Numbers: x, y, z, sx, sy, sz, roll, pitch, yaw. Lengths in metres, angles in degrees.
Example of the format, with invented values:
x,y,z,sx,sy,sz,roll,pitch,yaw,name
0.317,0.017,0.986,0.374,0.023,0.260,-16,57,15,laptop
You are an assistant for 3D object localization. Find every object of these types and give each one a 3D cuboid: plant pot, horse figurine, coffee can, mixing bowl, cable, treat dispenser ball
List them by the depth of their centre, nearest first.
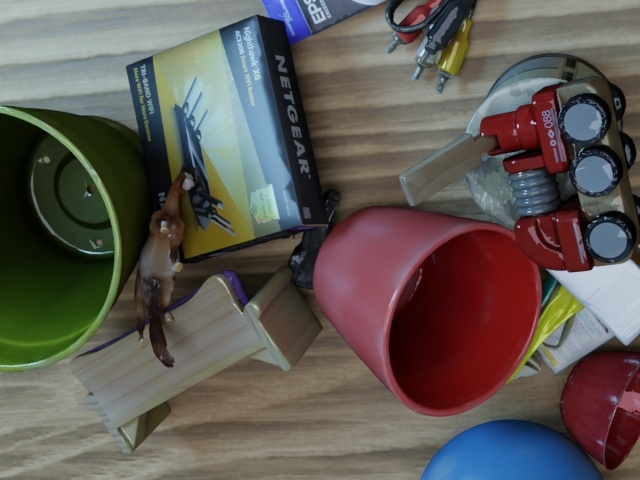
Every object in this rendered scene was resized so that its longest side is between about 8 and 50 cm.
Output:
x,y,z,sx,sy,sz,roll,pitch,yaw,name
0.302,-0.136,1.646,0.201,0.275,0.202,3,105,13,coffee can
-0.220,0.041,1.720,0.066,0.174,0.263,6,112,-12,horse figurine
0.133,0.074,1.728,0.274,0.243,0.275,-11,112,-29,plant pot
0.200,-0.356,1.738,0.139,0.072,0.287,38,99,-1,cable
0.411,0.232,1.788,0.098,0.181,0.181,21,110,31,mixing bowl
0.278,0.405,1.788,0.288,0.288,0.288,3,105,12,treat dispenser ball
-0.395,-0.040,1.792,0.366,0.353,0.367,3,105,13,plant pot

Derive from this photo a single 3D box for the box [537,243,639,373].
x,y,z,sx,sy,sz,roll,pitch,yaw,name
0.412,0.084,1.791,0.244,0.060,0.100,-36,93,19,box

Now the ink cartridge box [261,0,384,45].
x,y,z,sx,sy,sz,roll,pitch,yaw,name
-0.012,-0.408,1.770,0.208,0.045,0.206,-23,98,19,ink cartridge box

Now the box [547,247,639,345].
x,y,z,sx,sy,sz,roll,pitch,yaw,name
0.392,0.041,1.684,0.170,0.130,0.091,45,109,6,box

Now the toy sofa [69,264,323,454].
x,y,z,sx,sy,sz,roll,pitch,yaw,name
-0.194,0.164,1.882,0.362,0.150,0.177,-31,97,27,toy sofa

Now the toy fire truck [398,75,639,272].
x,y,z,sx,sy,sz,roll,pitch,yaw,name
0.242,-0.063,1.466,0.246,0.158,0.217,-9,103,27,toy fire truck

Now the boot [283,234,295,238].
x,y,z,sx,sy,sz,roll,pitch,yaw,name
-0.082,-0.035,1.854,0.121,0.099,0.045,8,108,12,boot

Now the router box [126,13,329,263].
x,y,z,sx,sy,sz,roll,pitch,yaw,name
-0.138,-0.140,1.782,0.242,0.081,0.309,-16,83,29,router box

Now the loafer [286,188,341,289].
x,y,z,sx,sy,sz,roll,pitch,yaw,name
0.000,0.000,1.870,0.061,0.062,0.170,24,118,-3,loafer

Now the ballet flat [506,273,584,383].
x,y,z,sx,sy,sz,roll,pitch,yaw,name
0.300,0.149,1.768,0.077,0.077,0.231,33,109,-13,ballet flat
